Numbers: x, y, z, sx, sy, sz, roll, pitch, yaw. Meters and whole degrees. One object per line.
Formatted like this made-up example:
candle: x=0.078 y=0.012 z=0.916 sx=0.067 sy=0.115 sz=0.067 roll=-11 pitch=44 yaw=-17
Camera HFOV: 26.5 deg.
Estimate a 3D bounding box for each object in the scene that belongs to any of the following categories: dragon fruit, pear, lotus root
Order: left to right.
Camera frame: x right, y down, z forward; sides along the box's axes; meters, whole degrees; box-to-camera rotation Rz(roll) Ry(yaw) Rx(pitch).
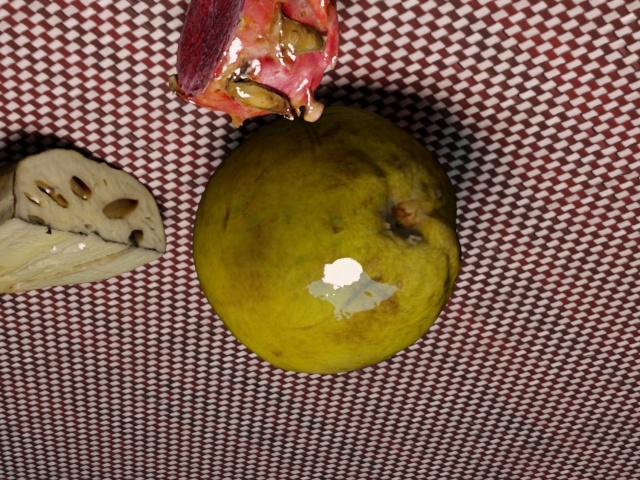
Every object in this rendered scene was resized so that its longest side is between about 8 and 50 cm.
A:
lotus root: x=-0.408 y=-0.019 z=1.981 sx=0.260 sy=0.149 sz=0.267 roll=-24 pitch=152 yaw=39
dragon fruit: x=-0.060 y=-0.242 z=1.583 sx=0.147 sy=0.211 sz=0.282 roll=18 pitch=134 yaw=-27
pear: x=0.000 y=0.000 z=1.773 sx=0.352 sy=0.352 sz=0.413 roll=28 pitch=156 yaw=-28
